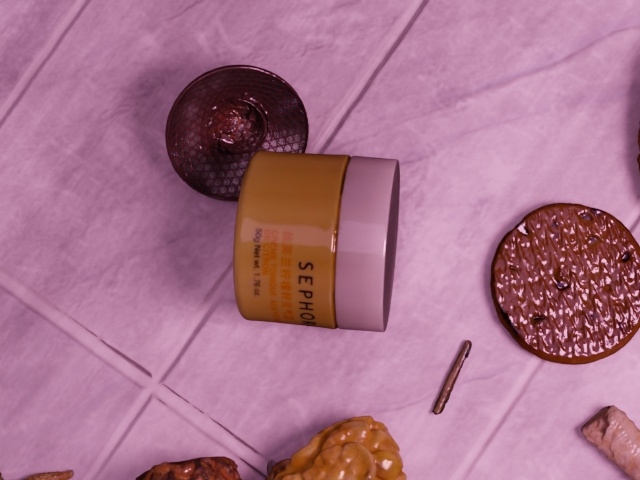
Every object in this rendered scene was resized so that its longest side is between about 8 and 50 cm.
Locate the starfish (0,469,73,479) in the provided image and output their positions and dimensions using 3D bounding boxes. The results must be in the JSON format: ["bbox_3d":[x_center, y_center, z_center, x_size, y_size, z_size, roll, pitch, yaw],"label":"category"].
[{"bbox_3d":[-0.406,0.349,1.488,0.176,0.053,0.208,-34,84,-13],"label":"starfish"}]

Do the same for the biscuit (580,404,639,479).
[{"bbox_3d":[0.423,0.299,1.409,0.061,0.055,0.219,-45,81,9],"label":"biscuit"}]

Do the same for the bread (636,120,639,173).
[{"bbox_3d":[0.463,-0.140,1.451,0.105,0.076,0.233,2,90,18],"label":"bread"}]

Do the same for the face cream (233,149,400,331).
[{"bbox_3d":[0.000,0.000,1.406,0.179,0.218,0.218,4,83,7],"label":"face cream"}]

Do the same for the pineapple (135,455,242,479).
[{"bbox_3d":[-0.141,0.453,1.388,0.166,0.165,0.364,-14,78,4],"label":"pineapple"}]

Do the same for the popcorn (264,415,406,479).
[{"bbox_3d":[0.020,0.319,1.406,0.194,0.140,0.163,-27,76,3],"label":"popcorn"}]

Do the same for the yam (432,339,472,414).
[{"bbox_3d":[0.173,0.179,1.469,0.014,0.014,0.107,25,85,8],"label":"yam"}]

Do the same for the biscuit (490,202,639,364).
[{"bbox_3d":[0.324,0.056,1.459,0.212,0.036,0.212,-1,84,6],"label":"biscuit"}]

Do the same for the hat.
[{"bbox_3d":[-0.116,-0.156,1.513,0.193,0.082,0.193,-6,119,-10],"label":"hat"}]
